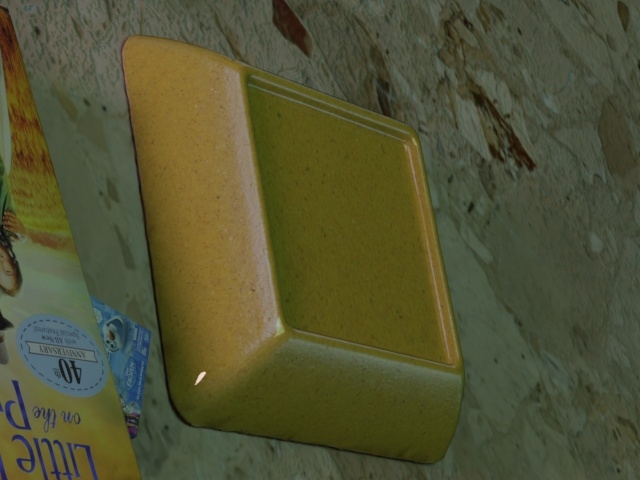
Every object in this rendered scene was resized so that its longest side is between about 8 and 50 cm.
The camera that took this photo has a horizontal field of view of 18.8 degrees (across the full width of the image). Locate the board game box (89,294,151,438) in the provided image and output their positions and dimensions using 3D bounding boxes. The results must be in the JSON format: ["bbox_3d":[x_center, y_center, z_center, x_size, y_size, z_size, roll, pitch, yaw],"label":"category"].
[{"bbox_3d":[-0.162,0.085,1.366,0.090,0.020,0.090,34,45,-35],"label":"board game box"}]

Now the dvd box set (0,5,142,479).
[{"bbox_3d":[-0.255,0.006,1.183,0.308,0.062,0.420,20,47,-58],"label":"dvd box set"}]

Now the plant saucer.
[{"bbox_3d":[0.000,0.000,1.582,0.333,0.081,0.332,15,57,-47],"label":"plant saucer"}]
